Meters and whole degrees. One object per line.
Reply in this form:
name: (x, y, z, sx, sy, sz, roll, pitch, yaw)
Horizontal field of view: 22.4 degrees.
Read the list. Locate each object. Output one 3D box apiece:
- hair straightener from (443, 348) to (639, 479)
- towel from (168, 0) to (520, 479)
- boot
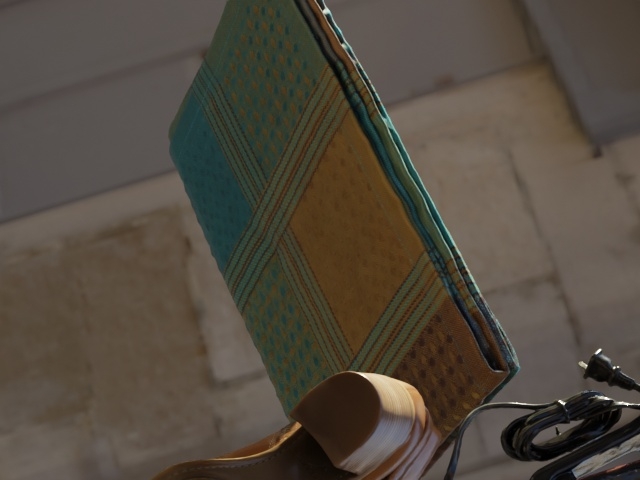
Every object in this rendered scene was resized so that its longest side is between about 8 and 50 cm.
hair straightener: (0.163, 0.109, 0.916, 0.047, 0.230, 0.089, 92, -25, -49)
towel: (0.000, 0.000, 1.157, 0.370, 0.040, 0.271, 64, -33, 24)
boot: (-0.018, 0.152, 0.927, 0.073, 0.197, 0.152, 59, 8, 21)
